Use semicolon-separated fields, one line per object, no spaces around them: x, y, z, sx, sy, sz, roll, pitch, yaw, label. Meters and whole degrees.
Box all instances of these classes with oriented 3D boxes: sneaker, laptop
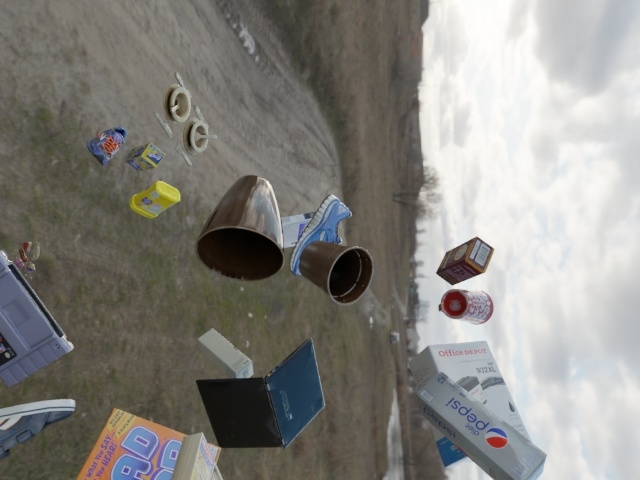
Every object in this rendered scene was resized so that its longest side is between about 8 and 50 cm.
0.000;0.000;1.845;0.330;0.147;0.130;-57;-178;10;sneaker
-0.684;-0.317;1.608;0.083;0.087;0.221;56;11;-34;sneaker
-0.764;0.468;1.197;0.126;0.321;0.127;126;-46;-61;sneaker
-0.219;0.611;1.980;0.408;0.236;0.382;-35;129;-38;laptop

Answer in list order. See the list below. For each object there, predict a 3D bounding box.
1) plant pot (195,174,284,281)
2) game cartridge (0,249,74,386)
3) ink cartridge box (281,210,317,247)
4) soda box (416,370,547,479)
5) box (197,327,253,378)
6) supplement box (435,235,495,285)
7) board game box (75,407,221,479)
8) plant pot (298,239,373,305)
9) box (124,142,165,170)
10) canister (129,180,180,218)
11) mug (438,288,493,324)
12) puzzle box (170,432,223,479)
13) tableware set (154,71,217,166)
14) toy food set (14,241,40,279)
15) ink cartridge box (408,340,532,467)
-0.188;-0.051;1.272;0.215;0.215;0.230;77;13;-50;plant pot
-0.925;0.234;1.457;0.355;0.230;0.068;58;1;-9;game cartridge
-0.099;-0.040;2.051;0.208;0.206;0.045;102;-27;-62;ink cartridge box
0.352;0.431;1.120;0.286;0.091;0.098;36;-27;41;soda box
-0.431;0.526;2.253;0.094;0.275;0.113;-36;144;-34;box
0.490;0.072;1.694;0.104;0.081;0.188;-58;-173;-26;supplement box
-0.561;0.800;1.482;0.356;0.356;0.356;-58;-168;32;board game box
0.033;0.079;1.411;0.167;0.165;0.167;-13;111;-37;plant pot
-0.540;-0.254;1.525;0.059;0.169;0.054;41;69;-32;box
-0.672;-0.166;2.028;0.126;0.170;0.073;31;45;-46;canister
0.440;0.213;1.553;0.169;0.150;0.113;14;42;-50;mug
-0.249;0.690;1.135;0.272;0.052;0.409;-97;172;-68;puzzle box
-0.294;-0.266;1.120;0.194;0.039;0.128;70;33;-61;tableware set
-0.903;0.056;1.523;0.019;0.078;0.122;-18;125;-72;toy food set
0.414;0.452;1.408;0.129;0.223;0.307;120;-37;-46;ink cartridge box
